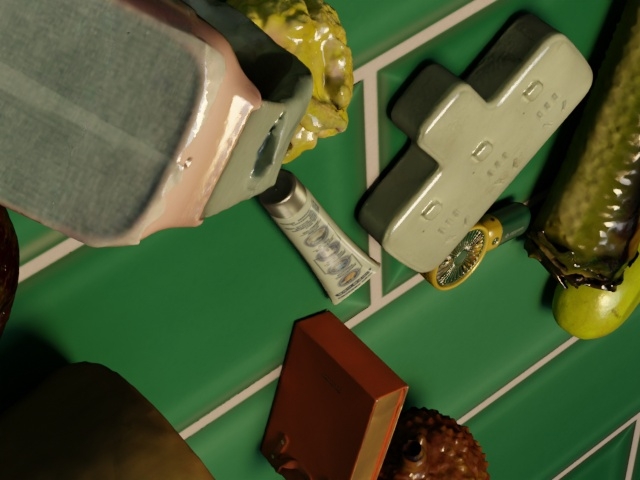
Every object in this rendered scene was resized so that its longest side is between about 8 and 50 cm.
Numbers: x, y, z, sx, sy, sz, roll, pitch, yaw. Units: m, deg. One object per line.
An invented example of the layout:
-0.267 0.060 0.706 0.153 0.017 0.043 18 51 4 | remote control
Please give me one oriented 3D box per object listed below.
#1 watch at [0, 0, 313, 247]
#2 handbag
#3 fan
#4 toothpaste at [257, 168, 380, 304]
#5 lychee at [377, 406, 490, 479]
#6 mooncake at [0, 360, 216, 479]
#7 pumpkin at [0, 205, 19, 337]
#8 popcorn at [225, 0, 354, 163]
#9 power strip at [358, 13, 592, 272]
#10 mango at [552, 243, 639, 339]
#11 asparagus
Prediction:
-0.129 -0.116 0.987 0.162 0.253 0.241 -59 -173 21 | watch
0.010 0.183 1.540 0.063 0.127 0.190 -19 139 -38 | handbag
0.160 -0.003 1.601 0.155 0.039 0.082 -23 139 -36 | fan
0.000 0.000 1.417 0.062 0.039 0.239 -42 149 -1 | toothpaste
0.098 0.277 1.691 0.200 0.200 0.238 -33 157 -22 | lychee
-0.169 0.242 1.249 0.155 0.284 0.284 -38 147 -17 | mooncake
-0.302 0.032 0.984 0.238 0.159 0.238 -31 149 -21 | pumpkin
-0.042 -0.124 1.170 0.145 0.126 0.126 -39 124 15 | popcorn
0.136 -0.099 1.452 0.265 0.059 0.193 -50 148 5 | power strip
0.347 0.053 1.831 0.163 0.089 0.117 -33 145 -22 | mango
0.323 -0.111 1.609 0.128 0.108 0.382 7 124 -15 | asparagus
